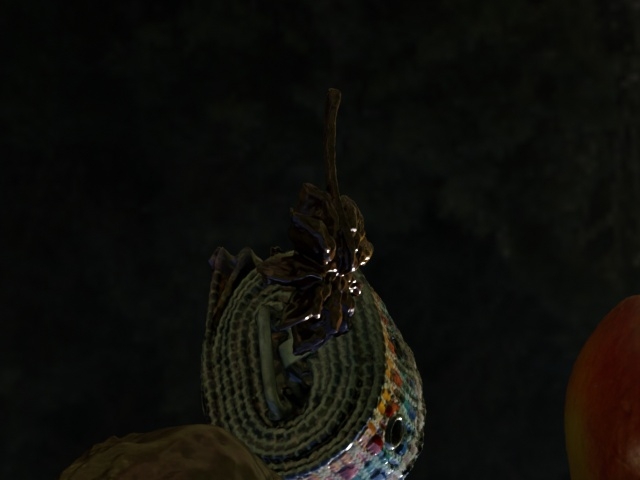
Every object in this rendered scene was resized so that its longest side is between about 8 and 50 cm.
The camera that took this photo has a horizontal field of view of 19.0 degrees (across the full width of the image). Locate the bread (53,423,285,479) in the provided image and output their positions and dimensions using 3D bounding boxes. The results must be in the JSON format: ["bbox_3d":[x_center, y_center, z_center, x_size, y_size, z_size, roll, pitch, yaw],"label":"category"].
[{"bbox_3d":[-0.096,0.203,0.953,0.123,0.230,0.230,11,176,23],"label":"bread"}]

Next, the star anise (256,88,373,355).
[{"bbox_3d":[-0.002,-0.002,1.799,0.073,0.234,0.177,1,-149,27],"label":"star anise"}]

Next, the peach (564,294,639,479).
[{"bbox_3d":[0.370,0.221,1.816,0.242,0.306,0.380,16,179,-26],"label":"peach"}]

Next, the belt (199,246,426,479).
[{"bbox_3d":[-0.013,0.132,1.954,0.207,0.295,0.160,-16,144,21],"label":"belt"}]
